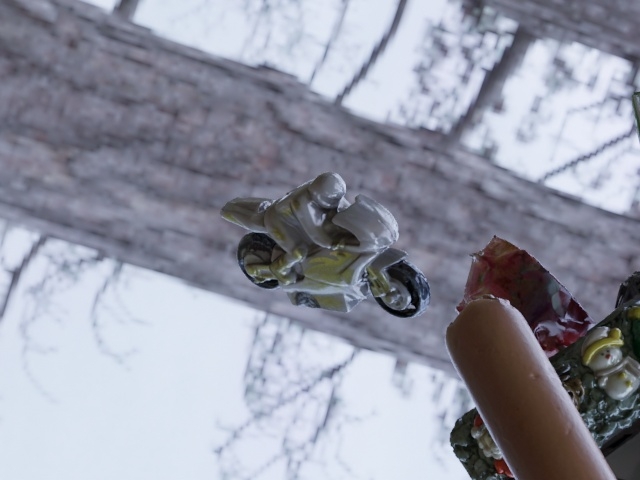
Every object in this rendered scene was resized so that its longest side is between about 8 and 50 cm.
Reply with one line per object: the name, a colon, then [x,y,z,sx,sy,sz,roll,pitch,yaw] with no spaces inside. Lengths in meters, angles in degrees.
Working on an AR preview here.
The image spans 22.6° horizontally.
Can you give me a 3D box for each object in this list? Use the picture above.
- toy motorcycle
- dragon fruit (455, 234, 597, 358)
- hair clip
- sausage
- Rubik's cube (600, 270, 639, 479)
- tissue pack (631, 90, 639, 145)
toy motorcycle: [0.000,0.000,2.296,0.108,0.341,0.223,-42,127,-41]
dragon fruit: [0.304,0.134,2.359,0.161,0.274,0.126,-43,-179,-3]
hair clip: [0.307,0.185,1.928,0.138,0.321,0.091,54,-4,25]
sausage: [0.208,0.179,1.538,0.289,0.086,0.086,62,-39,28]
Rubik's cube: [0.548,0.223,2.053,0.307,0.305,0.310,6,-106,53]
tissue pack: [0.622,-0.081,2.471,0.194,0.356,0.266,-18,-113,20]
